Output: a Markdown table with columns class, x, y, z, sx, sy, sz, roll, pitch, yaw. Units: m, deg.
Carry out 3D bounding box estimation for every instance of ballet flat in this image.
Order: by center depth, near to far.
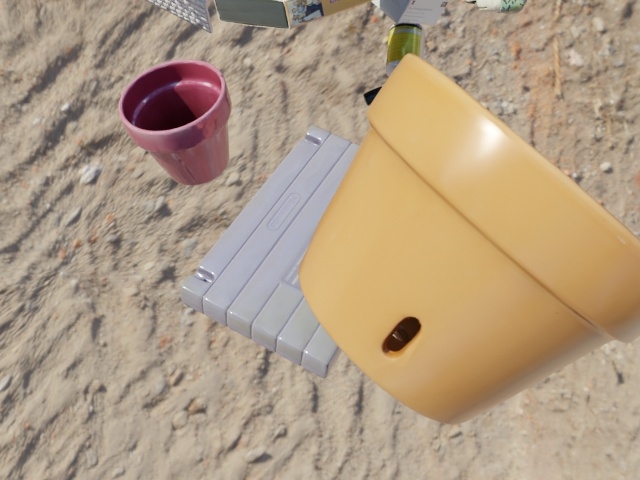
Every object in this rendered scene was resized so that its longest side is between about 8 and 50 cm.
| class | x | y | z | sx | sy | sz | roll | pitch | yaw |
| --- | --- | --- | --- | --- | --- | --- | --- | --- | --- |
| ballet flat | 0.298 | -0.438 | 1.161 | 0.070 | 0.188 | 0.070 | -6 | 118 | -12 |

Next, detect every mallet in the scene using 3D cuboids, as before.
| class | x | y | z | sx | sy | sz | roll | pitch | yaw |
| --- | --- | --- | --- | --- | --- | --- | --- | --- | --- |
| mallet | 0.166 | -0.322 | 1.754 | 0.062 | 0.039 | 0.190 | -15 | 84 | 5 |

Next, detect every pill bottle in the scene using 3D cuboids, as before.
| class | x | y | z | sx | sy | sz | roll | pitch | yaw |
| --- | --- | --- | --- | --- | --- | --- | --- | --- | --- |
| pill bottle | 0.236 | -0.511 | 1.818 | 0.103 | 0.103 | 0.184 | 11 | 78 | -21 |

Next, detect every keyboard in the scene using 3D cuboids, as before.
| class | x | y | z | sx | sy | sz | roll | pitch | yaw |
| --- | --- | --- | --- | --- | --- | --- | --- | --- | --- |
| keyboard | -0.265 | -0.369 | 0.915 | 0.256 | 0.072 | 0.014 | 28 | 79 | 8 |

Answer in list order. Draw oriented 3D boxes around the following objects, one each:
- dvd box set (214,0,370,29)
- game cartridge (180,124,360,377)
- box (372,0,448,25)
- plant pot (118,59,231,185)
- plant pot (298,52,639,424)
| class | x | y | z | sx | sy | sz | roll | pitch | yaw |
| --- | --- | --- | --- | --- | --- | --- | --- | --- | --- |
| dvd box set | 0.013 | -0.569 | 1.452 | 0.420 | 0.307 | 0.062 | -28 | 123 | -25 |
| game cartridge | 0.000 | 0.000 | 0.912 | 0.230 | 0.068 | 0.355 | 28 | 57 | 11 |
| box | 0.235 | -0.691 | 1.776 | 0.181 | 0.119 | 0.182 | -16 | 57 | -43 |
| plant pot | -0.256 | -0.211 | 1.231 | 0.201 | 0.180 | 0.201 | -4 | 54 | 6 |
| plant pot | 0.119 | 0.013 | 0.555 | 0.291 | 0.291 | 0.203 | 36 | 106 | -16 |
